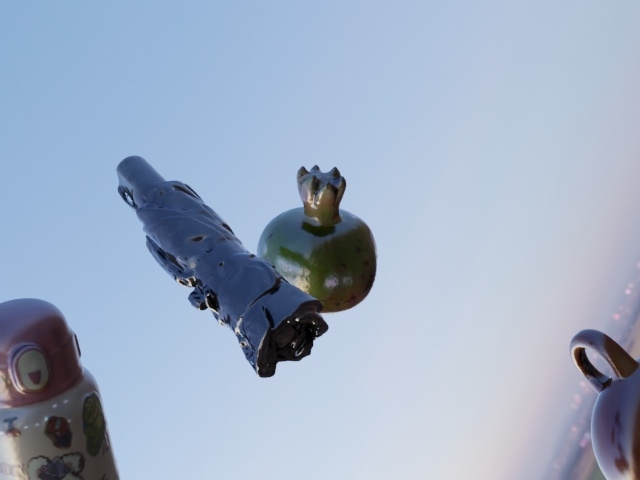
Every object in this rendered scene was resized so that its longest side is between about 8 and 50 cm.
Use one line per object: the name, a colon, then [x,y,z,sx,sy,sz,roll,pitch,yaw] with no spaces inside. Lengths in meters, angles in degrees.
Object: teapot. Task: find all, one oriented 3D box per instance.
teapot: [0.363,0.205,1.209,0.178,0.252,0.135,-39,-1,-29]

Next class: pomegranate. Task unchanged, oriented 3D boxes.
pomegranate: [0.000,0.000,0.978,0.114,0.115,0.142,-44,-36,-55]

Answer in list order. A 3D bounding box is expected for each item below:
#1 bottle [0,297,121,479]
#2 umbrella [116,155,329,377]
bottle: [-0.251,0.176,0.972,0.120,0.121,0.253,-43,-50,-56]
umbrella: [-0.085,0.008,0.819,0.066,0.236,0.059,-26,-40,-26]
